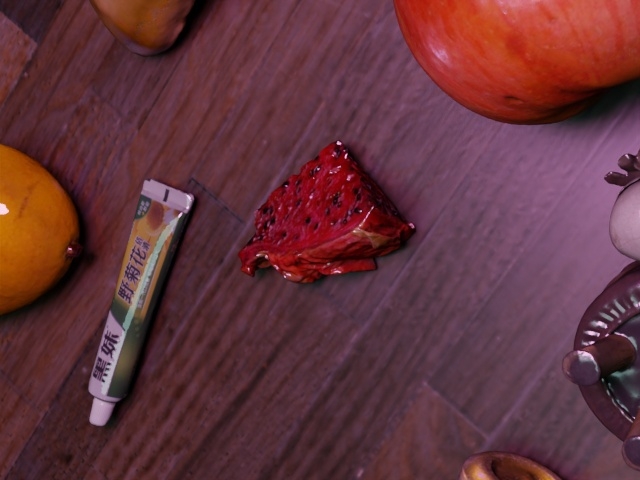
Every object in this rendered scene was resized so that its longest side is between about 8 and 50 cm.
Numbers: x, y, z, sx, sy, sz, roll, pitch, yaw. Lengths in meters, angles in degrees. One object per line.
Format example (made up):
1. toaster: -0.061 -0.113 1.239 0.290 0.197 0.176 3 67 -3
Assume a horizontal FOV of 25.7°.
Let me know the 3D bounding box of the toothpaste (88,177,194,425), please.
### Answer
1. toothpaste: -0.149 0.052 1.117 0.049 0.031 0.204 22 99 25

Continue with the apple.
1. apple: 0.151 -0.163 0.862 0.209 0.209 0.164 -29 83 25

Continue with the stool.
1. stool: 0.219 0.047 0.878 0.125 0.121 0.217 -2 96 29

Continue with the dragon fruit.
1. dragon fruit: 0.003 0.001 1.034 0.131 0.063 0.097 -40 42 23

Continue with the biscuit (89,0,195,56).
1. biscuit: -0.145 -0.297 1.020 0.237 0.062 0.291 55 143 13

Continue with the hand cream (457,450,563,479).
1. hand cream: 0.109 0.249 0.971 0.084 0.084 0.203 26 111 24

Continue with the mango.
1. mango: -0.301 -0.004 1.152 0.227 0.109 0.147 -14 110 27
